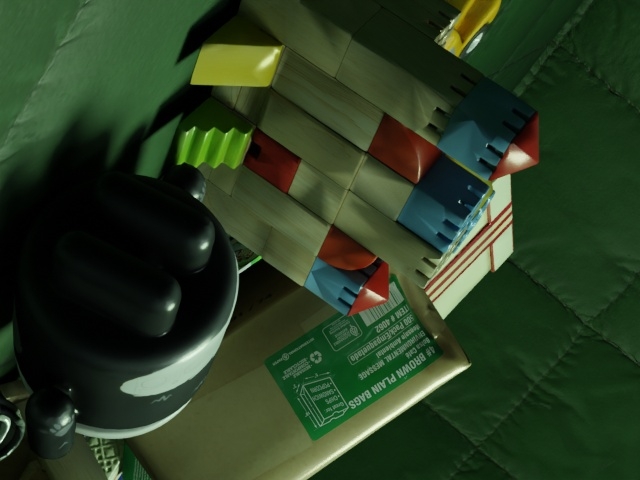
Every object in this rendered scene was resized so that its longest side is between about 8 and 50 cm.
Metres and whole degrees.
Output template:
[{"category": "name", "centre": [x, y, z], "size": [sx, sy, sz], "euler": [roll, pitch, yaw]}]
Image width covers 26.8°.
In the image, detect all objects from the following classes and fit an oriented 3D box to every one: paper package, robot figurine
[{"category": "paper package", "centre": [-0.050, 0.133, 1.397], "size": [0.324, 0.168, 0.309], "euler": [-34, -170, -7]}, {"category": "robot figurine", "centre": [-0.163, 0.054, 1.080], "size": [0.209, 0.174, 0.278], "euler": [-21, 161, -22]}]

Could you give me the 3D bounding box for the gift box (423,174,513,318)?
[{"category": "gift box", "centre": [0.096, -0.053, 1.778], "size": [0.258, 0.276, 0.255], "euler": [-44, 158, -16]}]

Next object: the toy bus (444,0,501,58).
[{"category": "toy bus", "centre": [0.051, -0.168, 1.447], "size": [0.333, 0.108, 0.130], "euler": [-49, 171, 3]}]

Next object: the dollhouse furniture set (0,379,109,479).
[{"category": "dollhouse furniture set", "centre": [-0.371, 0.305, 1.177], "size": [0.394, 0.256, 0.362], "euler": [-12, 148, -43]}]

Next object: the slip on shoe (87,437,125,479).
[{"category": "slip on shoe", "centre": [-0.345, 0.348, 1.692], "size": [0.331, 0.123, 0.101], "euler": [-54, 176, -1]}]

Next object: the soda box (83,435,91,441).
[{"category": "soda box", "centre": [-0.331, 0.256, 1.503], "size": [0.169, 0.060, 0.053], "euler": [-47, 173, -20]}]

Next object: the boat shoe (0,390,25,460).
[{"category": "boat shoe", "centre": [-0.290, 0.135, 0.968], "size": [0.113, 0.105, 0.306], "euler": [-49, 173, -7]}]

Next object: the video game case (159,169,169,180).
[{"category": "video game case", "centre": [-0.194, 0.040, 1.367], "size": [0.204, 0.025, 0.285], "euler": [-49, 173, -7]}]

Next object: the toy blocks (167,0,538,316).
[{"category": "toy blocks", "centre": [0.036, -0.076, 1.137], "size": [0.191, 0.261, 0.381], "euler": [-48, 170, -39]}]

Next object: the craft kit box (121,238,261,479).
[{"category": "craft kit box", "centre": [-0.154, 0.150, 1.686], "size": [0.246, 0.061, 0.250], "euler": [-35, 140, -53]}]

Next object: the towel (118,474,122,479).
[{"category": "towel", "centre": [-0.393, 0.417, 1.929], "size": [0.308, 0.076, 0.228], "euler": [-46, 179, -31]}]
